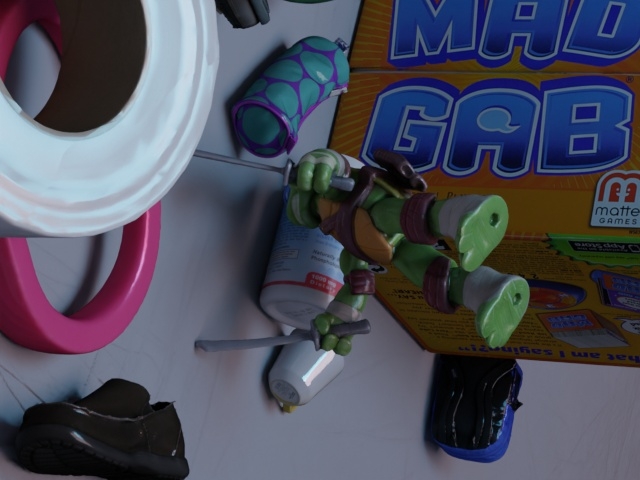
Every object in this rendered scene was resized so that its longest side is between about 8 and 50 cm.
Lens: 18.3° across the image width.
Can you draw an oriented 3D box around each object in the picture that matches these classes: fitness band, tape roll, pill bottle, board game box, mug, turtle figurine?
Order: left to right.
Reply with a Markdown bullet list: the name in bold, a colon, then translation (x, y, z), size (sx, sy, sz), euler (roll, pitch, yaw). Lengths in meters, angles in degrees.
- **tape roll**: translation (-0.204, -0.142, 1.370), size (0.286, 0.100, 0.286), euler (-1, 92, -47)
- **fitness band**: translation (-0.202, -0.052, 1.525), size (0.209, 0.054, 0.291), euler (-50, 134, -52)
- **mug**: translation (-0.016, 0.133, 1.926), size (0.064, 0.062, 0.078), euler (-51, 130, -40)
- **pill bottle**: translation (0.000, 0.000, 1.911), size (0.087, 0.087, 0.160), euler (50, 48, -55)
- **turtle figurine**: translation (0.026, 0.020, 1.735), size (0.274, 0.266, 0.198), euler (-5, 105, -49)
- **board game box**: translation (0.252, -0.095, 2.117), size (0.356, 0.356, 0.356), euler (48, 50, -56)

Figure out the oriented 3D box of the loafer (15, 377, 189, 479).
- **loafer**: translation (-0.176, 0.148, 1.586), size (0.220, 0.080, 0.078), euler (31, 55, -67)

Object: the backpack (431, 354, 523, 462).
- **backpack**: translation (0.185, 0.198, 2.307), size (0.101, 0.098, 0.120), euler (53, 45, -58)

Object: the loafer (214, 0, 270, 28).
- **loafer**: translation (-0.118, -0.270, 1.676), size (0.267, 0.084, 0.096), euler (63, 7, -52)

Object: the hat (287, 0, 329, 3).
- **hat**: translation (-0.026, -0.327, 1.897), size (0.208, 0.183, 0.173), euler (6, 106, -23)

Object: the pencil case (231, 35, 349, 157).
- **pencil case**: translation (-0.025, -0.136, 1.868), size (0.152, 0.070, 0.064), euler (-50, 173, -50)
